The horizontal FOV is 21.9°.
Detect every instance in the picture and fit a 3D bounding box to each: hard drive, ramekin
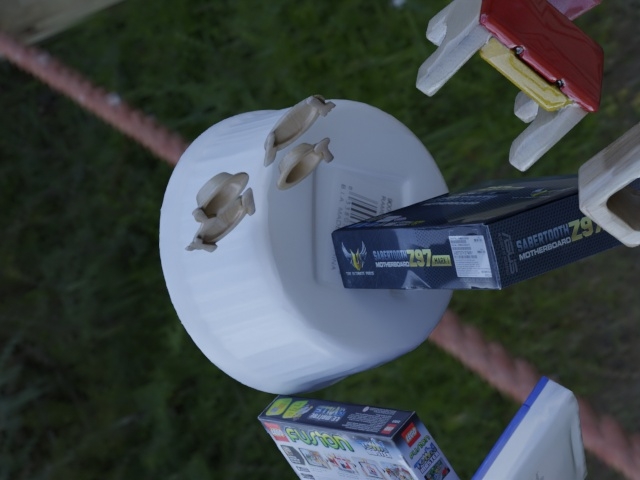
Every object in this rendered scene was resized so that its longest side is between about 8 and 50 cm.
[{"bbox_3d":[0.125,0.289,1.424,0.040,0.318,0.210,29,162,24],"label":"hard drive"},{"bbox_3d":[0.000,0.000,1.546,0.135,0.277,0.277,-16,99,51],"label":"ramekin"}]

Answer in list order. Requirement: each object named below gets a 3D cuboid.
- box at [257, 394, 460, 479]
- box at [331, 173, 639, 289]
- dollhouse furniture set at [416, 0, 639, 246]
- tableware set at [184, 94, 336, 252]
[{"bbox_3d":[0.039,0.200,1.512,0.207,0.036,0.114,1,129,54],"label":"box"},{"bbox_3d":[0.146,-0.009,1.407,0.233,0.183,0.059,-1,104,59],"label":"box"},{"bbox_3d":[0.260,-0.099,1.141,0.374,0.152,0.201,36,-142,-20],"label":"dollhouse furniture set"},{"bbox_3d":[-0.048,-0.050,1.352,0.020,0.169,0.141,48,174,15],"label":"tableware set"}]
